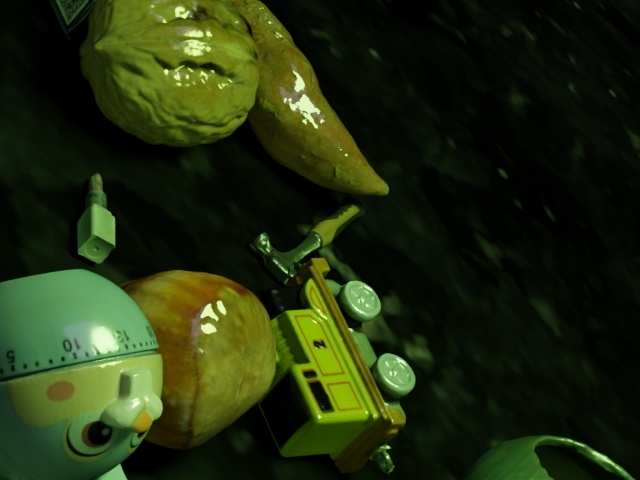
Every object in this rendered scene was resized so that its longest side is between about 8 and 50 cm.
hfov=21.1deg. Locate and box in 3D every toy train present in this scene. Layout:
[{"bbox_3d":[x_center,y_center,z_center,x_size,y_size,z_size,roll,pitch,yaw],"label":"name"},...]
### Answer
[{"bbox_3d":[-0.001,0.110,1.503,0.127,0.089,0.219,-1,55,-40],"label":"toy train"}]

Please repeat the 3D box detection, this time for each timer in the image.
[{"bbox_3d":[-0.165,0.135,1.184,0.175,0.175,0.255,-4,58,-54],"label":"timer"}]

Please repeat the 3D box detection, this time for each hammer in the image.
[{"bbox_3d":[0.000,0.000,1.697,0.078,0.021,0.201,49,31,2],"label":"hammer"}]

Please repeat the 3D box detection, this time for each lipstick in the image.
[{"bbox_3d":[-0.193,-0.024,1.474,0.025,0.025,0.107,31,27,-27],"label":"lipstick"}]

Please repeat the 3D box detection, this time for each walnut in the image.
[{"bbox_3d":[-0.143,-0.165,1.588,0.184,0.155,0.155,11,46,-54],"label":"walnut"}]

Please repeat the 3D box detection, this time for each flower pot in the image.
[{"bbox_3d":[0.217,0.284,1.505,0.243,0.157,0.189,52,31,5],"label":"flower pot"}]

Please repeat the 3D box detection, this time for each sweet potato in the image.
[{"bbox_3d":[-0.062,-0.177,1.755,0.354,0.095,0.106,53,34,13],"label":"sweet potato"}]

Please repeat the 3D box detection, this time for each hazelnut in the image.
[{"bbox_3d":[-0.116,0.090,1.347,0.150,0.150,0.150,33,33,-24],"label":"hazelnut"}]

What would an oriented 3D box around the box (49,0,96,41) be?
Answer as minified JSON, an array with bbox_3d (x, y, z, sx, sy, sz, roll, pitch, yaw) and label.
[{"bbox_3d":[-0.223,-0.303,1.719,0.168,0.071,0.259,5,49,-50],"label":"box"}]
